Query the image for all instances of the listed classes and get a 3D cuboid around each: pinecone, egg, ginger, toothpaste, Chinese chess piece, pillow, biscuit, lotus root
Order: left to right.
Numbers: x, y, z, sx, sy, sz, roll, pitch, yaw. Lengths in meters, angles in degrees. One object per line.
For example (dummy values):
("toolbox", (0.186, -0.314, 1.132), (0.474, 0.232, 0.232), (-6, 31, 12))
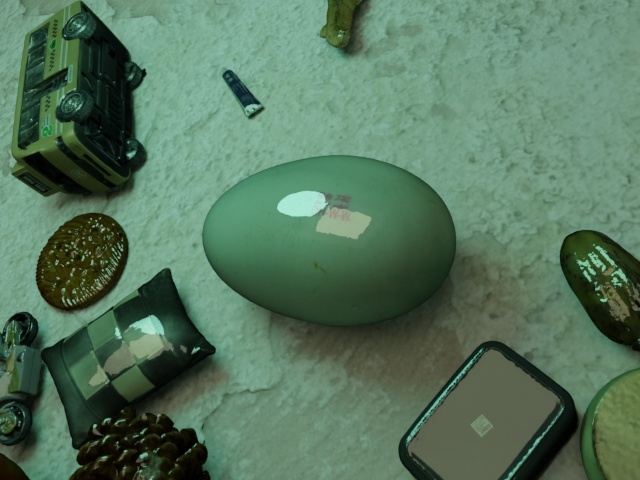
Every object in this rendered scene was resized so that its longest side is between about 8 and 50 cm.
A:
("biscuit", (-0.429, 0.034, 1.134), (0.187, 0.027, 0.188), (-8, 62, 16))
("pillow", (-0.295, 0.173, 0.969), (0.249, 0.106, 0.186), (-34, 58, -3))
("pinecone", (-0.235, 0.315, 0.838), (0.169, 0.185, 0.212), (-49, 36, 20))
("toothpaste", (-0.153, -0.281, 1.188), (0.037, 0.021, 0.140), (-36, 60, 0))
("egg", (0.000, 0.000, 0.870), (0.370, 0.230, 0.230), (1, 66, 27))
("ginger", (0.055, -0.493, 1.178), (0.147, 0.081, 0.334), (5, 73, 22))
("lotus root", (0.365, 0.060, 0.788), (0.089, 0.080, 0.179), (-35, 53, 17))
("Chinese chess piece", (0.386, 0.233, 0.698), (0.188, 0.083, 0.189), (-8, 61, 14))

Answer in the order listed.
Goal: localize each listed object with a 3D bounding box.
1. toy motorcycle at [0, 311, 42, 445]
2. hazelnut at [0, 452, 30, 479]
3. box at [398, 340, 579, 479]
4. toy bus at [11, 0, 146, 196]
("toy motorcycle", (-0.534, 0.234, 1.050), (0.152, 0.073, 0.225), (-19, 61, 14))
("hazelnut", (-0.544, 0.450, 0.797), (0.359, 0.359, 0.410), (22, 67, 28))
("box", (0.200, 0.232, 0.762), (0.201, 0.090, 0.144), (-47, 59, -6))
("toy bus", (-0.464, -0.261, 1.211), (0.201, 0.177, 0.366), (-20, 56, 15))
